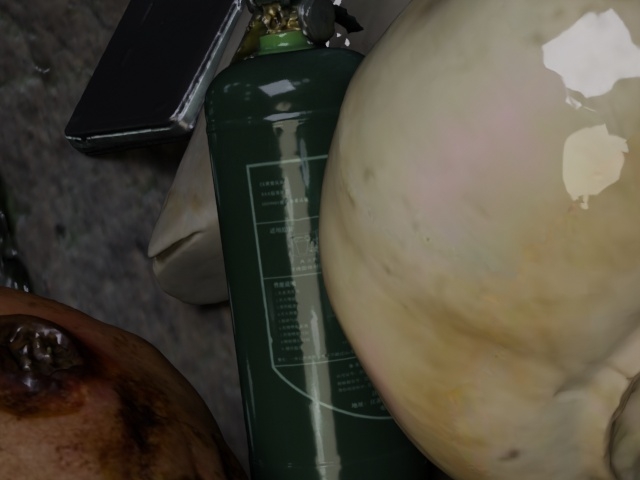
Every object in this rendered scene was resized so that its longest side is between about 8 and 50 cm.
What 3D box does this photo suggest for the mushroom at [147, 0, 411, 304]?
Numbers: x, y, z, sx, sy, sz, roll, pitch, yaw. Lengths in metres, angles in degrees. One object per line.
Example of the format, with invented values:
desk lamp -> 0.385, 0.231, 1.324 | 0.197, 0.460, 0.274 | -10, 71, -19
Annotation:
mushroom -> 0.033, -0.143, 0.991 | 0.154, 0.137, 0.407 | 10, 76, 47

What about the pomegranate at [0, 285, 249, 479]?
pomegranate -> -0.176, 0.167, 0.820 | 0.322, 0.322, 0.322 | -12, 59, 21

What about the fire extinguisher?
fire extinguisher -> 0.000, 0.000, 0.862 | 0.095, 0.114, 0.311 | -3, 98, 42

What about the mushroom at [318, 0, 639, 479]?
mushroom -> 0.182, 0.004, 0.738 | 0.325, 0.353, 0.353 | -22, 45, 63

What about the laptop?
laptop -> -0.085, -0.152, 1.084 | 0.154, 0.026, 0.207 | -2, 60, 56
